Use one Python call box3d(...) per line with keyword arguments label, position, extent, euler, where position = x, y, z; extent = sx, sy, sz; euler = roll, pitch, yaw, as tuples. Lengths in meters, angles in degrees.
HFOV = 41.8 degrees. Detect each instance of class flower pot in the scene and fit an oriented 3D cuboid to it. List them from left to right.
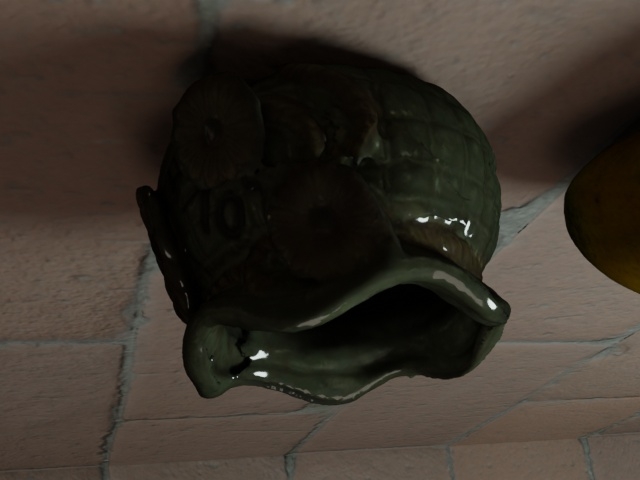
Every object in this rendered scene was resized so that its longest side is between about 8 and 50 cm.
box3d(label="flower pot", position=(0.000, 0.000, 0.673), extent=(0.301, 0.213, 0.302), euler=(-6, 155, -3))

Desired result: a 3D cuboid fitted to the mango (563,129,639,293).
box3d(label="mango", position=(0.405, -0.034, 0.717), extent=(0.377, 0.221, 0.264), euler=(-7, 161, 24))
